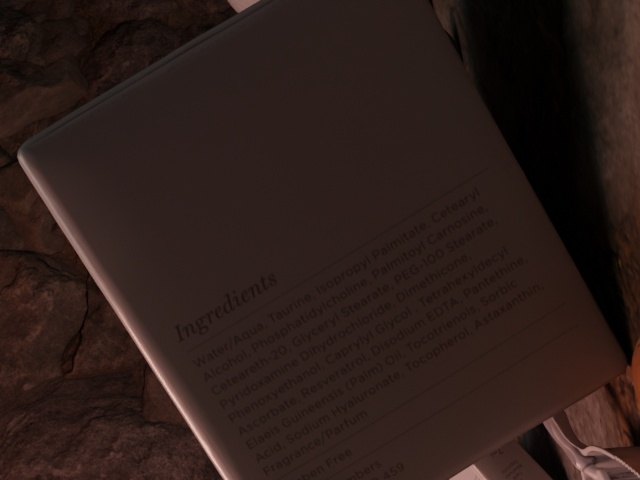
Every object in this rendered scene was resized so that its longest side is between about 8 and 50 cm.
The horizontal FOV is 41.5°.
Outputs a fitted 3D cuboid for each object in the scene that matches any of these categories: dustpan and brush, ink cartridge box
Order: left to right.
[{"bbox_3d":[0.260,0.377,1.023,0.261,0.066,0.296,48,163,29],"label":"ink cartridge box"},{"bbox_3d":[0.233,0.196,0.676,0.211,0.060,0.147,-105,3,-50],"label":"dustpan and brush"}]

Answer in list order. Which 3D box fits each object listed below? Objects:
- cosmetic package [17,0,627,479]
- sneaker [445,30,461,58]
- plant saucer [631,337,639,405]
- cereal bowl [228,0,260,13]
[{"bbox_3d":[0.000,0.000,0.783,0.394,0.327,0.329,59,180,-8],"label":"cosmetic package"},{"bbox_3d":[0.142,-0.176,1.002,0.061,0.053,0.152,-100,-2,-70],"label":"sneaker"},{"bbox_3d":[0.241,0.108,0.597,0.083,0.013,0.084,167,90,-87],"label":"plant saucer"},{"bbox_3d":[-0.050,-0.448,1.088,0.339,0.141,0.339,-48,32,44],"label":"cereal bowl"}]
